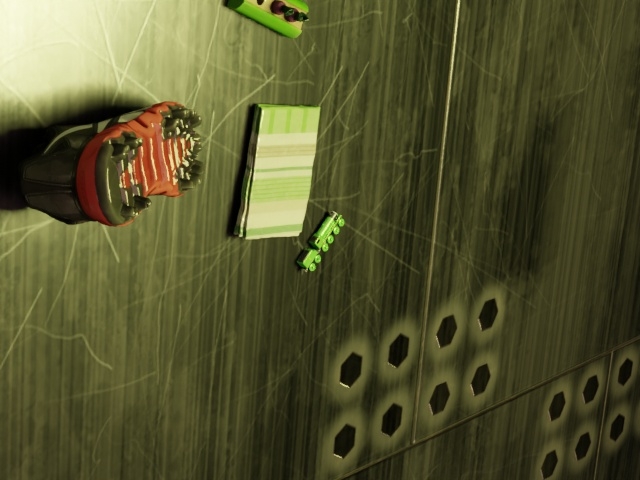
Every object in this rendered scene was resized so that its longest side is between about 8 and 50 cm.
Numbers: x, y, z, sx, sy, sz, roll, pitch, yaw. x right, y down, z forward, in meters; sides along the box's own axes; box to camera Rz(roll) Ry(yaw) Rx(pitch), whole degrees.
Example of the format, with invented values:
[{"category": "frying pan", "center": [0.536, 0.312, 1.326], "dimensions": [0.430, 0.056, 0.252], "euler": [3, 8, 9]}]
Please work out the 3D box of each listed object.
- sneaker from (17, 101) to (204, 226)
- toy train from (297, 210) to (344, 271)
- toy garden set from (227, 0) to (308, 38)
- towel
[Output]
[{"category": "sneaker", "center": [-0.203, -0.077, 1.649], "dimensions": [0.276, 0.135, 0.097], "euler": [-39, 125, -68]}, {"category": "toy train", "center": [0.000, 0.000, 2.009], "dimensions": [0.024, 0.017, 0.083], "euler": [48, 67, -39]}, {"category": "toy garden set", "center": [-0.037, -0.353, 1.778], "dimensions": [0.204, 0.049, 0.244], "euler": [20, 89, -54]}, {"category": "towel", "center": [-0.049, -0.078, 1.912], "dimensions": [0.113, 0.023, 0.152], "euler": [-5, 107, -54]}]
